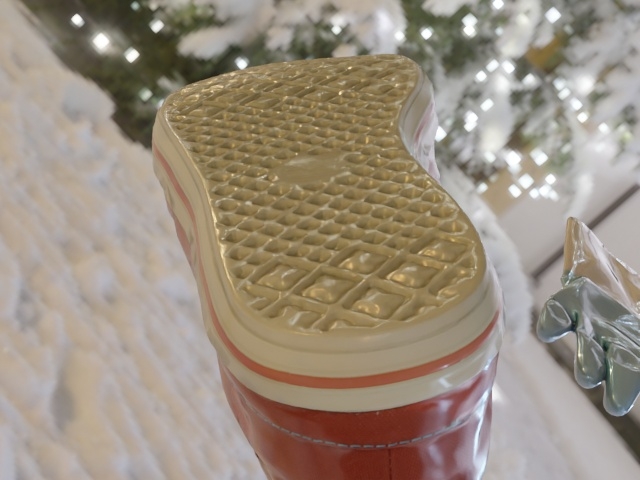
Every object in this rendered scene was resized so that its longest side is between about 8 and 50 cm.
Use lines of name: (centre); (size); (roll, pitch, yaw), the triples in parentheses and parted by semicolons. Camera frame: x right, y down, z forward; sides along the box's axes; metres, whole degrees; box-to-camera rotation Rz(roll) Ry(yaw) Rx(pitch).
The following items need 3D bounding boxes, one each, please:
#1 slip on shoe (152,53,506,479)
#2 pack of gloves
slip on shoe: (0.000, 0.000, 0.536); (0.331, 0.123, 0.101); (-107, -171, -64)
pack of gloves: (0.200, 0.060, 0.660); (0.195, 0.046, 0.232); (38, 20, 3)
